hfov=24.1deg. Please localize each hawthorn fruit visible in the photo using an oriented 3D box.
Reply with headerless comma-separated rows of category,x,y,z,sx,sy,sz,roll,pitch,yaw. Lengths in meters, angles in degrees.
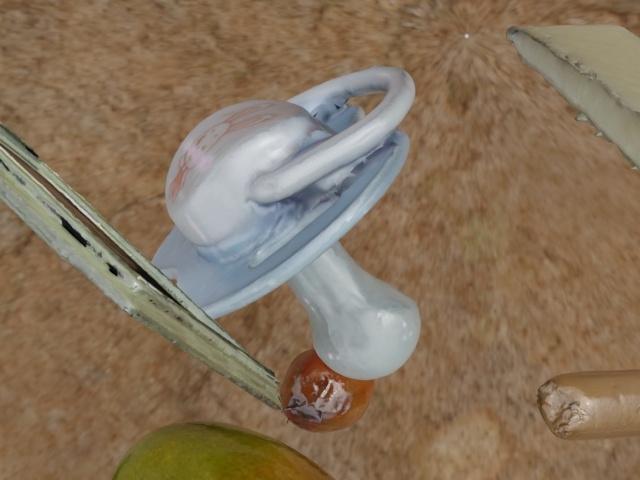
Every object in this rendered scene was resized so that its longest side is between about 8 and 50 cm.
hawthorn fruit,0.002,0.135,1.315,0.081,0.093,0.081,7,112,18

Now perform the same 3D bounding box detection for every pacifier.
pacifier,0.000,0.000,1.091,0.238,0.287,0.225,-37,110,-6

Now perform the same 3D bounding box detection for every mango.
mango,-0.022,0.203,0.848,0.289,0.129,0.146,53,138,33

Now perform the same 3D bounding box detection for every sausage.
sausage,0.124,0.057,0.522,0.116,0.026,0.026,2,100,-31

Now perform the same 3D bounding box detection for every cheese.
cheese,0.208,-0.025,0.735,0.085,0.400,0.034,3,119,-23

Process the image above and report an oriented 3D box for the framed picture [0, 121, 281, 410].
framed picture,-0.126,-0.013,0.757,0.231,0.293,0.018,42,87,17
